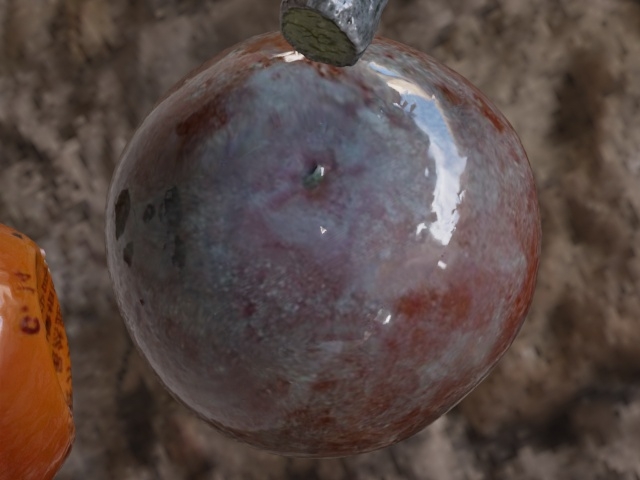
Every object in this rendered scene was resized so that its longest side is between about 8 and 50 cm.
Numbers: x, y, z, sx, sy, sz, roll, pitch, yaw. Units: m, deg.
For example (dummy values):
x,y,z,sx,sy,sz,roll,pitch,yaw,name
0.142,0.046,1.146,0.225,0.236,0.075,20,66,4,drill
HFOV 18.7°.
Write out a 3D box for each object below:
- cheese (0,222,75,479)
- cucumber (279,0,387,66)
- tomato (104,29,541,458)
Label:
x,y,z,sx,sy,sz,roll,pitch,yaw,name
-0.209,0.051,1.035,0.329,0.129,0.217,80,-4,-64,cheese
0.016,-0.166,1.205,0.064,0.064,0.112,44,54,-36,cucumber
0.000,0.000,1.409,0.282,0.316,0.317,73,0,-72,tomato
